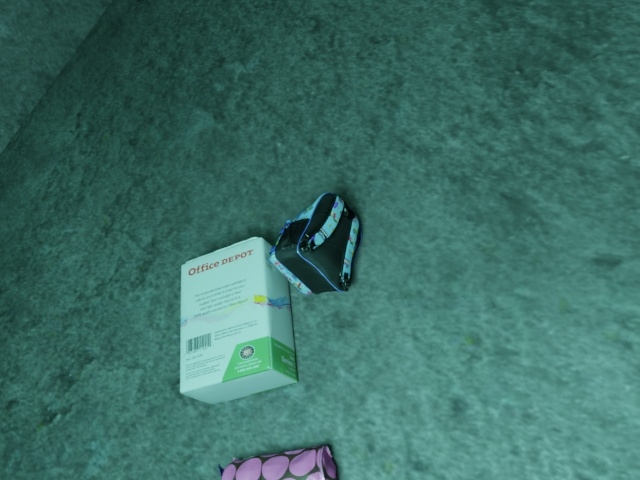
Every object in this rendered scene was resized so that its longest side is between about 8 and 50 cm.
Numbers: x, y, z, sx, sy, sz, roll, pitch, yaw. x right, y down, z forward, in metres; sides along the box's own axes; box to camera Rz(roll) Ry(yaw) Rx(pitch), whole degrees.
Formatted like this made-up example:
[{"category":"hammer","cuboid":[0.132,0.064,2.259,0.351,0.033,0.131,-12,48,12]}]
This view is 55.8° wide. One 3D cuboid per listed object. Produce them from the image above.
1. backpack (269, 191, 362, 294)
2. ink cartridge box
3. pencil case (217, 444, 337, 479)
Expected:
[{"category":"backpack","cuboid":[0.000,0.000,1.183,0.116,0.158,0.173,-13,44,43]},{"category":"ink cartridge box","cuboid":[-0.167,0.160,1.206,0.201,0.117,0.278,-19,58,19]},{"category":"pencil case","cuboid":[-0.070,0.410,1.044,0.209,0.095,0.098,-15,34,19]}]
